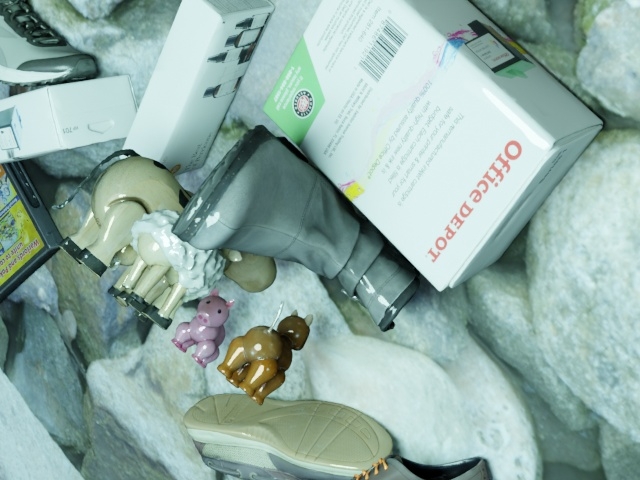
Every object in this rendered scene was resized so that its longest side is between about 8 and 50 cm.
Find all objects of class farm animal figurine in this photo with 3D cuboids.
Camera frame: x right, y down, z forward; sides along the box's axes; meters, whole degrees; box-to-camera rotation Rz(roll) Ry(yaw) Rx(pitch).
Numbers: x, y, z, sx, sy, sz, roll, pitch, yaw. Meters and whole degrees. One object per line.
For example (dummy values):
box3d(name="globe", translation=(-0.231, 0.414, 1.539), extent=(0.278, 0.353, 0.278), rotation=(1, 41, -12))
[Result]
box3d(name="farm animal figurine", translation=(-0.146, 0.015, 1.307), extent=(0.330, 0.327, 0.172), rotation=(27, 75, 45))

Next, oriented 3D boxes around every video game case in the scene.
box3d(name="video game case", translation=(-0.510, -0.037, 1.729), extent=(0.275, 0.035, 0.248), rotation=(-35, 81, 39))

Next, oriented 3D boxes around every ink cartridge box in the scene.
box3d(name="ink cartridge box", translation=(-0.344, -0.150, 1.491), extent=(0.190, 0.139, 0.082), rotation=(-9, 97, 39))
box3d(name="ink cartridge box", translation=(0.104, -0.122, 1.159), extent=(0.278, 0.117, 0.201), rotation=(46, 127, 18))

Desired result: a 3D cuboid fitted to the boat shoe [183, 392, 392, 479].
box3d(name="boat shoe", translation=(-0.036, 0.252, 1.409), extent=(0.285, 0.103, 0.092), rotation=(5, 123, 30))

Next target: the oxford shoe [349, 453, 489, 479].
box3d(name="oxford shoe", translation=(0.052, 0.278, 1.279), extent=(0.097, 0.271, 0.098), rotation=(-134, 44, -76))

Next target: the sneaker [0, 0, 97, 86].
box3d(name="sneaker", translation=(-0.398, -0.265, 1.528), extent=(0.271, 0.100, 0.108), rotation=(23, 112, 31))

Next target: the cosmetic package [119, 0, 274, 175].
box3d(name="cosmetic package", translation=(-0.144, -0.179, 1.351), extent=(0.060, 0.099, 0.239), rotation=(43, 127, 20))

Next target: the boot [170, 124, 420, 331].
box3d(name="boot", translation=(0.000, 0.000, 1.138), extent=(0.222, 0.338, 0.118), rotation=(42, 106, 4))
